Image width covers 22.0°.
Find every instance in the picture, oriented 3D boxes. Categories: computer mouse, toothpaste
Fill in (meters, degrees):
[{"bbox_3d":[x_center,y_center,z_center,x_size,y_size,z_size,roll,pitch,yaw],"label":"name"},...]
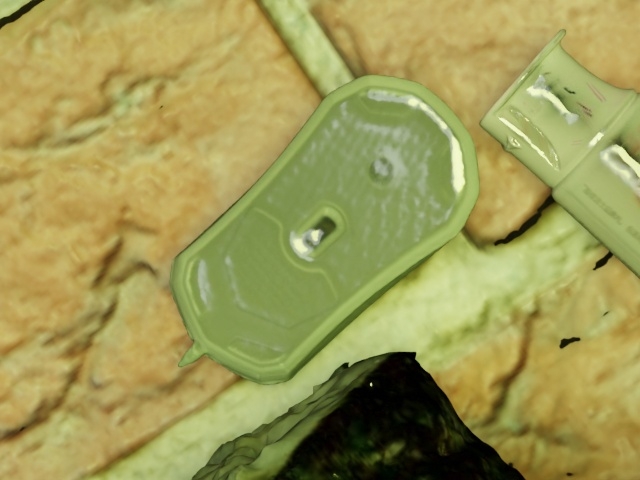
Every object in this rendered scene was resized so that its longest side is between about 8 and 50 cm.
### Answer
[{"bbox_3d":[0.000,0.000,0.785,0.181,0.056,0.089,-44,82,13],"label":"computer mouse"},{"bbox_3d":[0.213,0.030,0.754,0.323,0.066,0.100,42,89,2],"label":"toothpaste"}]

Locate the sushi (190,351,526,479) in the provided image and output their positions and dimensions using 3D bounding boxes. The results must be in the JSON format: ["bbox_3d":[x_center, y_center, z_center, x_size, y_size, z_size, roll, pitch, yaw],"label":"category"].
[{"bbox_3d":[-0.048,0.203,0.716,0.350,0.211,0.171,-41,88,11],"label":"sushi"}]
